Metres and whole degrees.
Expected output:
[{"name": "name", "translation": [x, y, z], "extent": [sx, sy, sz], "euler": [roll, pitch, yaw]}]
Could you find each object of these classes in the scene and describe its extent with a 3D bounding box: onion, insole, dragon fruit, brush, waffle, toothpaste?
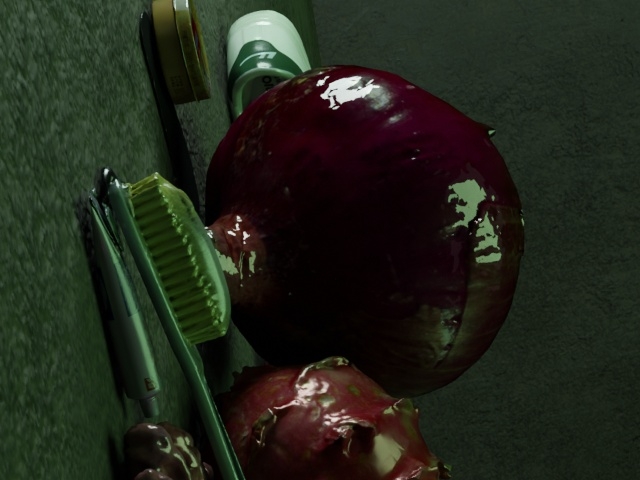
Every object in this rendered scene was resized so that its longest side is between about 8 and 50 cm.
[{"name": "onion", "translation": [0.000, 0.000, 1.418], "extent": [0.385, 0.347, 0.348], "euler": [-12, 94, -47]}, {"name": "insole", "translation": [-0.143, -0.113, 1.404], "extent": [0.080, 0.003, 0.232], "euler": [-92, 171, -52]}, {"name": "dragon fruit", "translation": [-0.012, 0.199, 1.322], "extent": [0.268, 0.205, 0.210], "euler": [36, -13, 45]}, {"name": "brush", "translation": [-0.085, 0.075, 1.108], "extent": [0.068, 0.060, 0.297], "euler": [-101, 170, -86]}, {"name": "waffle", "translation": [-0.098, 0.242, 1.047], "extent": [0.221, 0.055, 0.234], "euler": [76, 5, -61]}, {"name": "toothpaste", "translation": [-0.141, 0.046, 1.050], "extent": [0.045, 0.028, 0.170], "euler": [-104, -179, -77]}]

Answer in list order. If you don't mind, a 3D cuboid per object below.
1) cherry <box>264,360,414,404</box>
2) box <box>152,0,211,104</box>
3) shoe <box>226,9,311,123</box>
[{"name": "cherry", "translation": [0.030, 0.189, 1.795], "extent": [0.192, 0.175, 0.250], "euler": [1, 71, -78]}, {"name": "box", "translation": [-0.132, -0.182, 1.407], "extent": [0.105, 0.037, 0.105], "euler": [-11, 90, -88]}, {"name": "shoe", "translation": [-0.036, -0.101, 1.873], "extent": [0.160, 0.131, 0.363], "euler": [-90, 166, -60]}]
